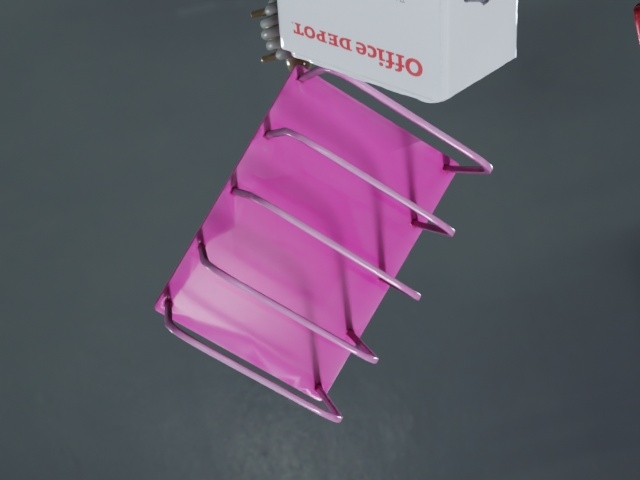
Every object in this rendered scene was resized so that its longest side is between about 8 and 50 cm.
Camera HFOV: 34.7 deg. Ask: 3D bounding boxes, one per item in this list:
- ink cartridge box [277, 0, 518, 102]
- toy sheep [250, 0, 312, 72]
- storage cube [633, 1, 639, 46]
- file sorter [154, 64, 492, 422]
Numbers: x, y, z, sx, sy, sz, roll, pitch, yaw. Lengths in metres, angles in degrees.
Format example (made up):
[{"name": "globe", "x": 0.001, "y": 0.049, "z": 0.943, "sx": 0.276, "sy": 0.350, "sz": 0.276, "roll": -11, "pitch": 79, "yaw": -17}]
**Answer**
[{"name": "ink cartridge box", "x": 0.052, "y": -0.243, "z": 0.755, "sx": 0.172, "sy": 0.237, "sz": 0.100, "roll": 26, "pitch": -136, "yaw": 37}, {"name": "toy sheep", "x": -0.040, "y": -0.280, "z": 1.337, "sx": 0.091, "sy": 0.132, "sz": 0.091, "roll": -15, "pitch": -167, "yaw": 4}, {"name": "storage cube", "x": 0.364, "y": -0.102, "z": 0.701, "sx": 0.183, "sy": 0.215, "sz": 0.193, "roll": -22, "pitch": -168, "yaw": -33}, {"name": "file sorter", "x": 0.000, "y": 0.000, "z": 0.987, "sx": 0.202, "sy": 0.291, "sz": 0.182, "roll": 30, "pitch": 179, "yaw": -10}]
